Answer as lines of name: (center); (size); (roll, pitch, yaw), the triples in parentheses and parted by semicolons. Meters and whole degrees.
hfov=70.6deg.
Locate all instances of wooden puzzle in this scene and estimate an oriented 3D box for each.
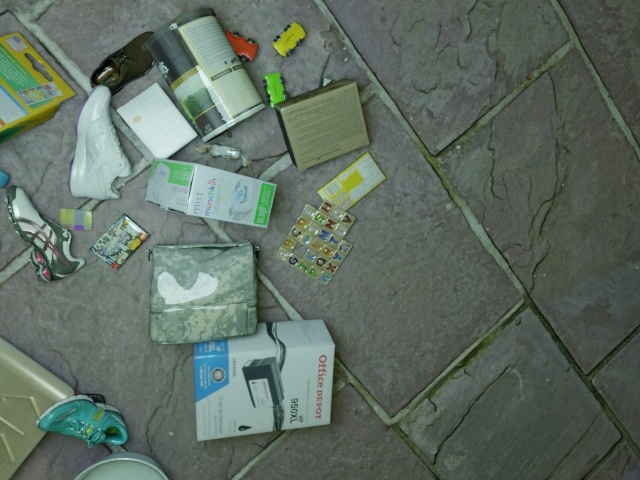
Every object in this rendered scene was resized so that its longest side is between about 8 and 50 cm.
wooden puzzle: (-0.897, 0.457, 1.225); (0.322, 0.080, 0.348); (39, 85, -6)

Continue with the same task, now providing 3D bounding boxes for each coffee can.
coffee can: (-0.295, -0.427, 1.192); (0.201, 0.201, 0.275); (-32, 105, -7)

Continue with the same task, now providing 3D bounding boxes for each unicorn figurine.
unicorn figurine: (-0.263, -0.247, 1.290); (0.162, 0.111, 0.060); (27, 101, -1)

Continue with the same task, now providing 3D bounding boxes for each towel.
towel: (-0.679, -0.058, 1.255); (0.083, 0.009, 0.060); (3, 97, -14)

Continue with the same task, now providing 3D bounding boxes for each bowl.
bowl: (-0.577, 0.739, 1.328); (0.298, 0.134, 0.298); (-2, 99, -13)

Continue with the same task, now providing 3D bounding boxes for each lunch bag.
lunch bag: (-0.320, 0.130, 1.263); (0.305, 0.212, 0.256); (-1, 99, -14)

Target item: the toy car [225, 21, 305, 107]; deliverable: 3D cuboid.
toy car: (-0.148, -0.492, 1.299); (0.239, 0.053, 0.225); (-14, 101, -11)

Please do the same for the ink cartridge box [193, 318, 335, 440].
ink cartridge box: (-0.167, 0.404, 1.342); (0.395, 0.166, 0.285); (-2, 109, -14)

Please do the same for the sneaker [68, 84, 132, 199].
sneaker: (-0.570, -0.252, 1.201); (0.152, 0.114, 0.305); (11, 111, -19)

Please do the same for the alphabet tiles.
alphabet tiles: (0.000, 0.000, 1.413); (0.198, 0.009, 0.237); (30, 97, -15)

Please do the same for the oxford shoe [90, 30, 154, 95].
oxford shoe: (-0.510, -0.469, 1.194); (0.083, 0.096, 0.227); (44, 85, -13)

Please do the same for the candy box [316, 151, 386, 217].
candy box: (0.096, -0.174, 1.415); (0.206, 0.027, 0.105); (-38, 108, -5)

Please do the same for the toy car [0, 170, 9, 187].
toy car: (-0.963, -0.131, 1.115); (0.238, 0.210, 0.219); (21, 78, 13)

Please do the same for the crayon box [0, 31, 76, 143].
crayon box: (-0.797, -0.351, 1.086); (0.203, 0.083, 0.323); (49, 44, -14)

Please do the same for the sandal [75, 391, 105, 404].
sandal: (-0.718, 0.464, 1.305); (0.179, 0.040, 0.067); (8, 95, -17)

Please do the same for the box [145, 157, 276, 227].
box: (-0.289, -0.122, 1.173); (0.231, 0.262, 0.127); (10, 94, -41)

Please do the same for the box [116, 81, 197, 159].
box: (-0.438, -0.317, 1.234); (0.130, 0.091, 0.170); (-37, 105, -5)

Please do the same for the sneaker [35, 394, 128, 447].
sneaker: (-0.629, 0.498, 1.228); (0.107, 0.110, 0.275); (-49, 145, -4)

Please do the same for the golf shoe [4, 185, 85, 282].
golf shoe: (-0.740, -0.025, 1.210); (0.120, 0.105, 0.273); (-23, 110, -22)

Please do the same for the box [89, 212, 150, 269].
box: (-0.567, 0.004, 1.281); (0.094, 0.027, 0.137); (43, 86, -16)

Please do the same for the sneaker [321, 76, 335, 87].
sneaker: (0.023, -0.432, 1.355); (0.043, 0.040, 0.109); (4, 97, -16)

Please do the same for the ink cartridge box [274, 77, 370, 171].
ink cartridge box: (0.007, -0.337, 1.314); (0.234, 0.088, 0.193); (-23, 122, -10)
